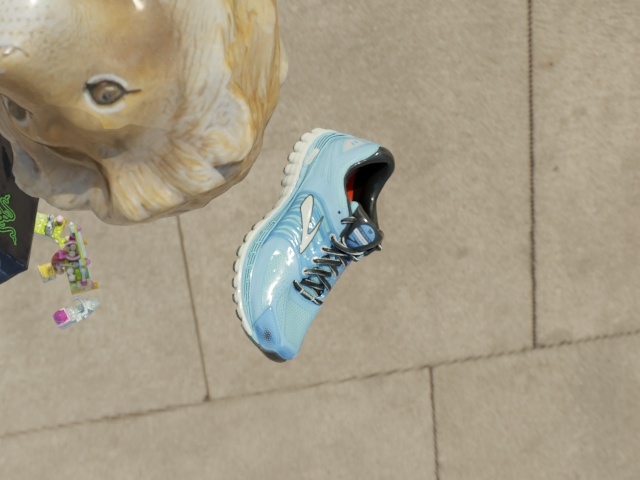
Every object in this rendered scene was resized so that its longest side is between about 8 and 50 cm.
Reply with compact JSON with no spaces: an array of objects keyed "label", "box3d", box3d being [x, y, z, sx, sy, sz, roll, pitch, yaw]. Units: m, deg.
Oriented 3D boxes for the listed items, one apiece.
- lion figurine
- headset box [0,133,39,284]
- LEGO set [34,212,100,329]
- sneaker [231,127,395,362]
[{"label":"lion figurine","box3d":[-0.179,-0.119,0.455,0.142,0.392,0.240,-26,107,-42]},{"label":"headset box","box3d":[-0.327,-0.106,0.801,0.131,0.246,0.283,-25,134,24]},{"label":"LEGO set","box3d":[-0.453,-0.001,1.822,0.132,0.107,0.287,-36,81,-20]},{"label":"sneaker","box3d":[0.000,0.000,0.698,0.063,0.073,0.162,41,62,-47]}]
